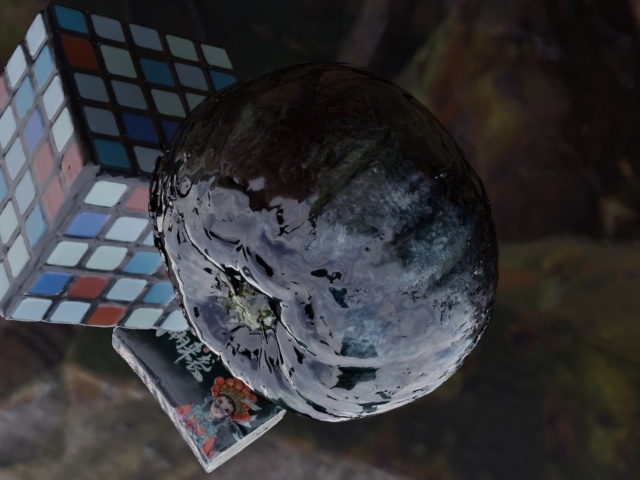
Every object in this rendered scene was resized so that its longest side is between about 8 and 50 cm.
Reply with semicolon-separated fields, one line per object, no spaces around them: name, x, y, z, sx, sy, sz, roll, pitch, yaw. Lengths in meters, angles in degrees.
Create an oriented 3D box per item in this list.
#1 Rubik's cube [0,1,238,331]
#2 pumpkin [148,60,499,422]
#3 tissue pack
Rubik's cube;-0.167;-0.052;1.321;0.184;0.182;0.187;10;-137;-36
pumpkin;0.000;0.000;1.004;0.233;0.163;0.233;36;147;27
tissue pack;-0.122;0.134;1.637;0.170;0.103;0.090;52;170;10
